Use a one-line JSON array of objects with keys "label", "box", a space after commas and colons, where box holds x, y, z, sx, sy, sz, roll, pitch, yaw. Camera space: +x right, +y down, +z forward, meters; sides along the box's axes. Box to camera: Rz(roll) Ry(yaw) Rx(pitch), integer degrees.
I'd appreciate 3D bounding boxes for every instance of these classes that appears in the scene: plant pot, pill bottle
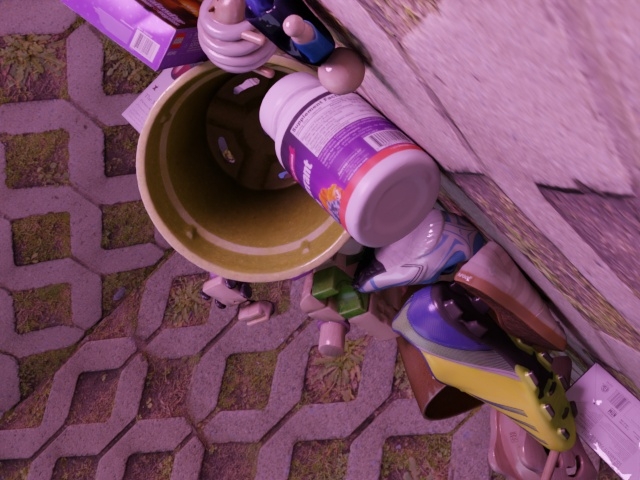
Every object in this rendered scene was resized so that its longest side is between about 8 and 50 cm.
[{"label": "plant pot", "box": [0.214, 0.127, 1.643, 0.254, 0.237, 0.237, 62, -170, 27]}, {"label": "plant pot", "box": [-0.076, -0.118, 1.276, 0.276, 0.276, 0.254, 44, -167, -12]}, {"label": "pill bottle", "box": [0.022, -0.089, 1.001, 0.193, 0.108, 0.108, 46, -177, 37]}]

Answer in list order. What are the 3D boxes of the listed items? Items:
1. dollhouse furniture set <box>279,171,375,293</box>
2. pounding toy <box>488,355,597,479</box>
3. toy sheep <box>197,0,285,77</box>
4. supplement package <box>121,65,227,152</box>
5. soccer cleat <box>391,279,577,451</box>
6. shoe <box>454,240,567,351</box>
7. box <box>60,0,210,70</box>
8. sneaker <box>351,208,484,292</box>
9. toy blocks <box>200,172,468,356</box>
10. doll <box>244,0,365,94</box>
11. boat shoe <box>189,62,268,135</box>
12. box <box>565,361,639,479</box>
[{"label": "dollhouse furniture set", "box": [0.000, 0.000, 1.815, 0.303, 0.198, 0.286, 14, 172, 21]}, {"label": "pounding toy", "box": [0.354, 0.295, 1.469, 0.154, 0.269, 0.155, 21, 152, -28]}, {"label": "toy sheep", "box": [-0.081, -0.210, 1.012, 0.091, 0.091, 0.132, 46, 164, 21]}, {"label": "supplement package", "box": [-0.197, -0.248, 1.734, 0.139, 0.244, 0.134, 44, -177, 13]}, {"label": "soccer cleat", "box": [0.211, 0.166, 1.262, 0.289, 0.121, 0.093, 45, -143, -14]}, {"label": "shoe", "box": [0.236, 0.071, 1.163, 0.077, 0.058, 0.219, 16, 165, 45]}, {"label": "box", "box": [-0.236, -0.309, 1.154, 0.293, 0.057, 0.201, 37, -154, 10]}, {"label": "sneaker", "box": [0.112, 0.026, 1.234, 0.086, 0.085, 0.237, 29, 155, -17]}, {"label": "toy blocks", "box": [0.031, -0.009, 1.530, 0.288, 0.309, 0.260, 35, -133, -35]}, {"label": "doll", "box": [-0.034, -0.176, 0.742, 0.189, 0.046, 0.129, 44, -177, -29]}, {"label": "boat shoe", "box": [-0.067, -0.230, 1.618, 0.320, 0.103, 0.118, 38, 165, -19]}, {"label": "box", "box": [0.442, 0.295, 1.376, 0.169, 0.087, 0.290, 47, -177, 38]}]
